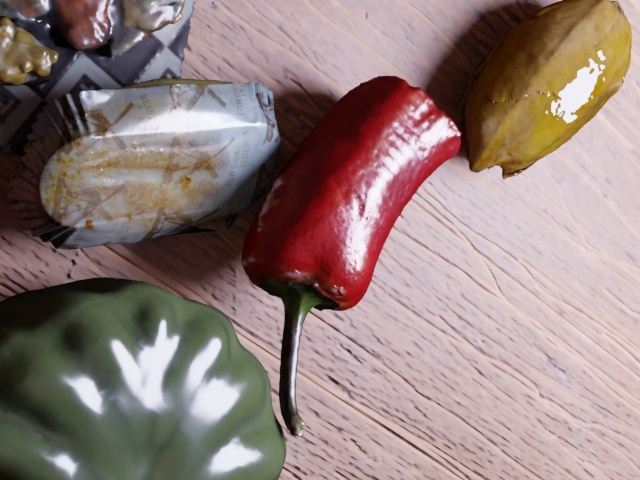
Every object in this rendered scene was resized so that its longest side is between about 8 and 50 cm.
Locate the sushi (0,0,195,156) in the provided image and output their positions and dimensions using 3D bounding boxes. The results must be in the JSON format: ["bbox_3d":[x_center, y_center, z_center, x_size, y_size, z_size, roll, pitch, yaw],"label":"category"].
[{"bbox_3d":[-0.245,-0.215,1.029,0.292,0.059,0.294,12,92,-25],"label":"sushi"}]

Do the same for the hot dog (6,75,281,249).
[{"bbox_3d":[-0.154,-0.076,1.057,0.270,0.082,0.162,-9,127,-36],"label":"hot dog"}]

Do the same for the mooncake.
[{"bbox_3d":[-0.188,0.205,0.994,0.351,0.187,0.351,1,89,-42],"label":"mooncake"}]

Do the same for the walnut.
[{"bbox_3d":[0.233,-0.164,1.212,0.245,0.137,0.137,-42,111,-10],"label":"walnut"}]

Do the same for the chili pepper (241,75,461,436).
[{"bbox_3d":[-0.004,-0.002,1.092,0.338,0.134,0.131,-57,134,-20],"label":"chili pepper"}]
